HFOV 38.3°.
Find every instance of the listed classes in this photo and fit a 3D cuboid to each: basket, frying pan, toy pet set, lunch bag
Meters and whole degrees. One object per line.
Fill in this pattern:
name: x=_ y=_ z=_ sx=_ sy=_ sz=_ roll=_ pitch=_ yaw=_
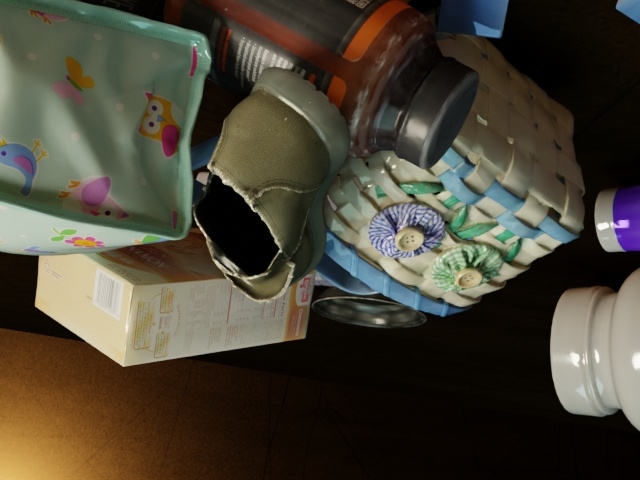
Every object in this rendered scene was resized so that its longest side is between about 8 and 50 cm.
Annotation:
basket: x=0.049 y=-0.047 z=0.775 sx=0.254 sy=0.201 sz=0.289 roll=28 pitch=147 yaw=-34
frying pan: x=0.093 y=0.095 z=1.513 sx=0.197 sy=0.053 sz=0.326 roll=9 pitch=162 yaw=-6
toy pet set: x=0.065 y=-0.166 z=0.616 sx=0.114 sy=0.065 sz=0.122 roll=7 pitch=164 yaw=2
lunch bag: x=-0.232 y=-0.078 z=0.586 sx=0.262 sy=0.160 sz=0.223 roll=10 pitch=172 yaw=-27

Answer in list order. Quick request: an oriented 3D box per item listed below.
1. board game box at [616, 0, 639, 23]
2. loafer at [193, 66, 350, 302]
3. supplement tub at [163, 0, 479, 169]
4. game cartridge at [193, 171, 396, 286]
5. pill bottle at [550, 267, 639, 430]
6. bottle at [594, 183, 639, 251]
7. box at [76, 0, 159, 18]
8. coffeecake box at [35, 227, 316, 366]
board game box: x=0.274 y=-0.167 z=0.582 sx=0.168 sy=0.033 sz=0.133 roll=14 pitch=158 yaw=-38
loafer: x=-0.049 y=-0.017 z=0.614 sx=0.094 sy=0.087 sz=0.251 roll=40 pitch=156 yaw=12
supplement tub: x=0.002 y=-0.122 z=0.602 sx=0.197 sy=0.106 sz=0.106 roll=32 pitch=170 yaw=16
game cartridge: x=0.000 y=0.000 z=1.227 sx=0.230 sy=0.068 sz=0.355 roll=7 pitch=164 yaw=18
pill bottle: x=0.511 y=0.138 z=1.146 sx=0.407 sy=0.229 sz=0.229 roll=-5 pitch=159 yaw=36
bottle: x=0.407 y=-0.030 z=0.868 sx=0.282 sy=0.092 sz=0.118 roll=-5 pitch=159 yaw=38
box: x=-0.234 y=-0.201 z=0.616 sx=0.242 sy=0.077 sz=0.307 roll=14 pitch=163 yaw=-22
coffeecake box: x=-0.120 y=0.040 z=0.778 sx=0.185 sy=0.068 sz=0.142 roll=-3 pitch=-162 yaw=-44
